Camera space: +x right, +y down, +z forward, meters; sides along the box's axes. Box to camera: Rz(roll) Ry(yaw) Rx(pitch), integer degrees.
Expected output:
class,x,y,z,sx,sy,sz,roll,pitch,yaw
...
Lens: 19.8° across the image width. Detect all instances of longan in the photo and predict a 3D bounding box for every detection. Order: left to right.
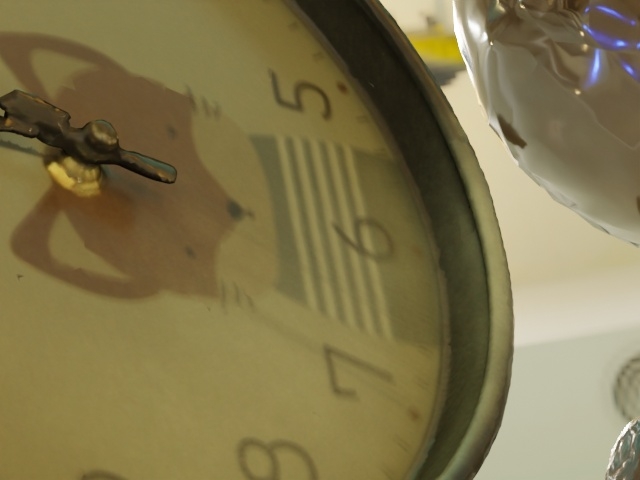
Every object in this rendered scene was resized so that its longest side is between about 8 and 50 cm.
class,x,y,z,sx,sy,sz,roll,pitch,yaw
longan,0.258,-0.179,1.128,0.391,0.391,0.391,-10,-173,1

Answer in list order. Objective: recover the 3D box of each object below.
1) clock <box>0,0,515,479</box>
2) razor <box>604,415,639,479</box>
class,x,y,z,sx,sy,sz,roll,pitch,yaw
clock,-0.078,-0.021,0.579,0.325,0.325,0.067,-18,161,-49
razor,0.421,0.318,1.830,0.349,0.204,0.113,29,159,-17
